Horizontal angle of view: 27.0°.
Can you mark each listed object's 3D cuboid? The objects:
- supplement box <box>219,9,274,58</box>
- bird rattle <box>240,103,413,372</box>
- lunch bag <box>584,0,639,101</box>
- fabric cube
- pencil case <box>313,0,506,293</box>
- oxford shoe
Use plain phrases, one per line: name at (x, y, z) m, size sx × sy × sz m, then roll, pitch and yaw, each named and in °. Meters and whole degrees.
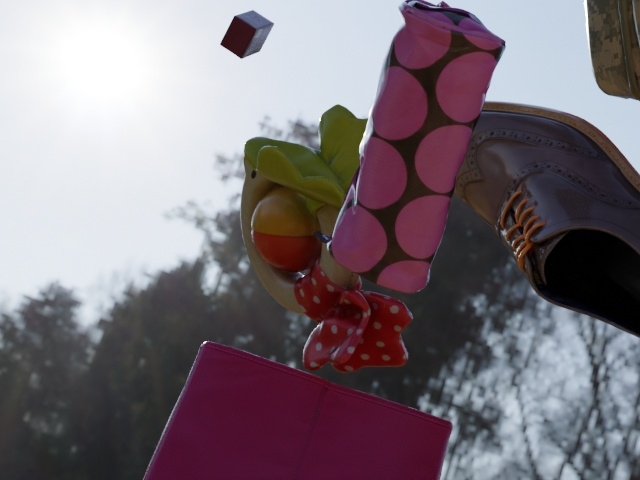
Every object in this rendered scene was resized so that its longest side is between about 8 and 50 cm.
supplement box at (-0.112, -0.316, 2.041) m, size 0.043 × 0.055 × 0.083 m, roll 33°, pitch 22°, yaw 6°
bird rattle at (0.000, 0.000, 1.256) m, size 0.143 × 0.253 × 0.207 m, roll -23°, pitch 24°, yaw -30°
lunch bag at (0.467, -0.261, 1.417) m, size 0.305 × 0.212 × 0.256 m, roll -11°, pitch 15°, yaw -14°
fabric cube at (-0.049, 0.297, 1.228) m, size 0.259 × 0.258 × 0.254 m, roll 18°, pitch -46°, yaw 3°
pencil case at (0.067, -0.072, 0.967) m, size 0.095 × 0.209 × 0.098 m, roll 22°, pitch 24°, yaw 7°
oxford shoe at (0.211, -0.025, 1.181) m, size 0.133 × 0.130 × 0.363 m, roll -15°, pitch 36°, yaw -40°
